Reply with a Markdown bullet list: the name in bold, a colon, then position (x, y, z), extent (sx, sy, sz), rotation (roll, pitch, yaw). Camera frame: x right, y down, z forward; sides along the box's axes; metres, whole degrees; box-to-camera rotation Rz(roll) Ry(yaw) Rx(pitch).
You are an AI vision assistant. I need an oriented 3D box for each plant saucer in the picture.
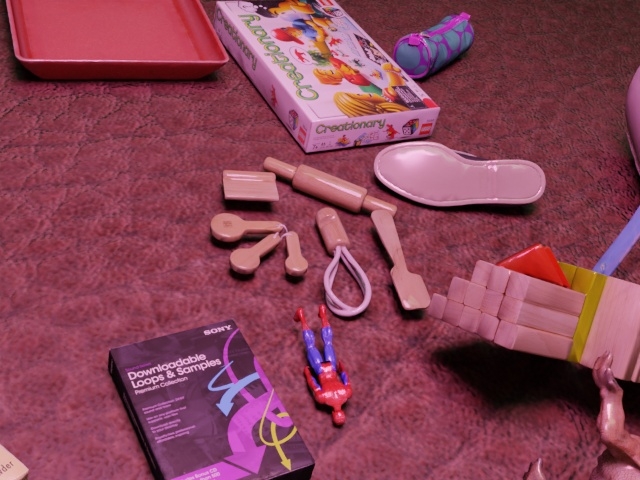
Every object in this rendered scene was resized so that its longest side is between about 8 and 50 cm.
- **plant saucer**: position (-0.280, -0.287, 1.072), extent (0.259, 0.047, 0.259), rotation (-5, 43, -23)

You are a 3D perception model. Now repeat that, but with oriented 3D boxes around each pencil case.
- **pencil case**: position (0.173, -0.294, 1.212), extent (0.064, 0.070, 0.152), rotation (32, 42, 19)

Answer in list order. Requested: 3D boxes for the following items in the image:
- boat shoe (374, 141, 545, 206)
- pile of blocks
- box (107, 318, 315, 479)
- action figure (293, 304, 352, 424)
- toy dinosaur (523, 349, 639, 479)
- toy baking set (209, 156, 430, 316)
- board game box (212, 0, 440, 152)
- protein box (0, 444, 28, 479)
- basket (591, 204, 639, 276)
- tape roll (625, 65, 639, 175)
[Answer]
- **boat shoe**: position (0.164, -0.074, 0.978), extent (0.206, 0.075, 0.065), rotation (6, -3, -4)
- **pile of blocks**: position (0.287, 0.068, 0.751), extent (0.362, 0.112, 0.149), rotation (17, 2, -13)
- **box**: position (-0.092, 0.139, 0.653), extent (0.116, 0.029, 0.162), rotation (-12, 46, -29)
- **action figure**: position (0.004, 0.112, 0.717), extent (0.038, 0.030, 0.115), rotation (-4, 48, -15)
- **toy dinosaur**: position (0.264, 0.224, 0.606), extent (0.200, 0.127, 0.295), rotation (27, 46, 3)
- **toy baking set**: position (0.001, -0.005, 0.855), extent (0.256, 0.030, 0.196), rotation (19, 43, 5)
- **board game box**: position (0.000, -0.237, 1.100), extent (0.193, 0.053, 0.305), rotation (-11, 47, -28)
- **protein box**: position (-0.273, 0.162, 0.430), extent (0.200, 0.201, 0.136), rotation (32, 43, 19)
- **basket**: position (0.447, -0.015, 0.836), extent (0.289, 0.254, 0.201), rotation (12, 32, -20)
- **tape roll**: position (0.523, -0.139, 1.011), extent (0.246, 0.246, 0.169), rotation (14, 39, -2)
